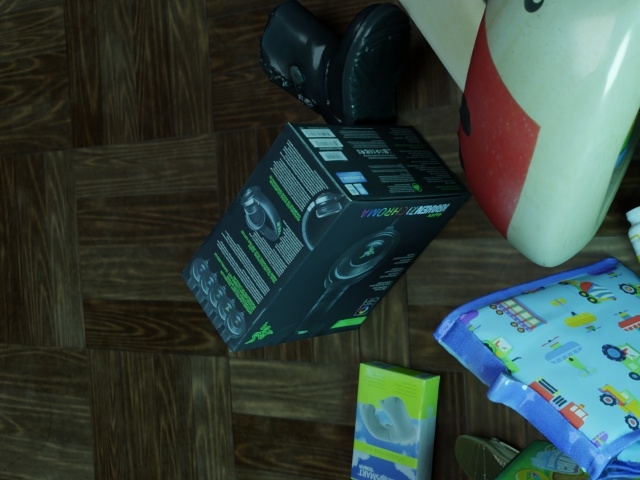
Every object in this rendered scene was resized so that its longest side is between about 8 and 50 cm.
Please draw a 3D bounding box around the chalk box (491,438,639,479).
[{"bbox_3d":[0.269,0.330,1.228,0.288,0.180,0.179,11,101,23],"label":"chalk box"}]

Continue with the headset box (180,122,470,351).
[{"bbox_3d":[0.000,0.000,1.422,0.131,0.246,0.283,53,123,24],"label":"headset box"}]

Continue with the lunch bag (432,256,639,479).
[{"bbox_3d":[0.270,0.134,1.164,0.221,0.293,0.138,44,119,35],"label":"lunch bag"}]

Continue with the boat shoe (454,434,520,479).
[{"bbox_3d":[0.229,0.275,1.392,0.153,0.048,0.056,17,109,44],"label":"boat shoe"}]

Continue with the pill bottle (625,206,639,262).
[{"bbox_3d":[0.362,0.004,1.251,0.043,0.043,0.083,-29,75,38],"label":"pill bottle"}]

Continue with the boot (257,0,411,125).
[{"bbox_3d":[0.007,-0.242,1.452,0.207,0.094,0.246,46,152,26],"label":"boot"}]

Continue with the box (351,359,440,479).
[{"bbox_3d":[0.096,0.254,1.498,0.109,0.042,0.178,10,99,39],"label":"box"}]

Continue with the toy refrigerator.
[{"bbox_3d":[0.168,-0.283,1.352,0.094,0.102,0.270,-44,66,33],"label":"toy refrigerator"}]

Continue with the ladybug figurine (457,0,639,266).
[{"bbox_3d":[0.236,-0.145,1.121,0.161,0.449,0.305,23,65,15],"label":"ladybug figurine"}]
